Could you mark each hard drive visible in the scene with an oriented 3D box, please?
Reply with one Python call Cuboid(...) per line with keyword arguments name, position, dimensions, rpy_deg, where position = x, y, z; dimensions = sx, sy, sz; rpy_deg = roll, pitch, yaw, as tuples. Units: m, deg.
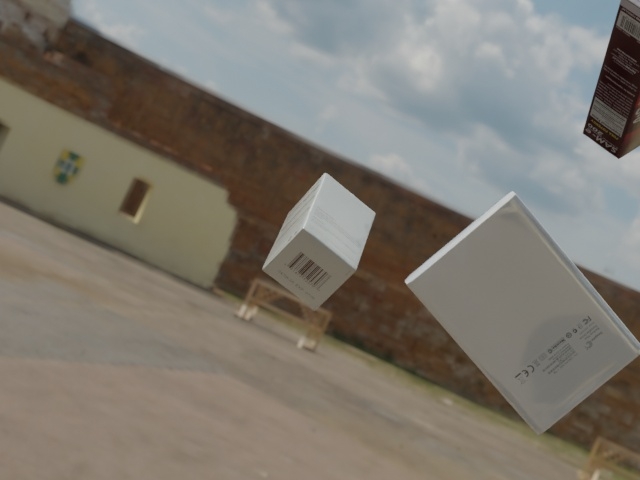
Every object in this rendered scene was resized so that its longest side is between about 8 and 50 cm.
Cuboid(name="hard drive", position=(0.309, 0.112, 1.819), dimensions=(0.319, 0.210, 0.040), rpy_deg=(49, 6, -11))

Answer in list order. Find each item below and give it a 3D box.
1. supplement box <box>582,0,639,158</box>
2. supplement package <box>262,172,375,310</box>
Cuboid(name="supplement box", position=(0.446, -0.239, 1.628), dimensions=(0.073, 0.130, 0.239), rpy_deg=(43, -31, 29))
Cuboid(name="supplement package", position=(0.000, 0.000, 1.816), dimensions=(0.105, 0.105, 0.179), rpy_deg=(38, 31, -10))
